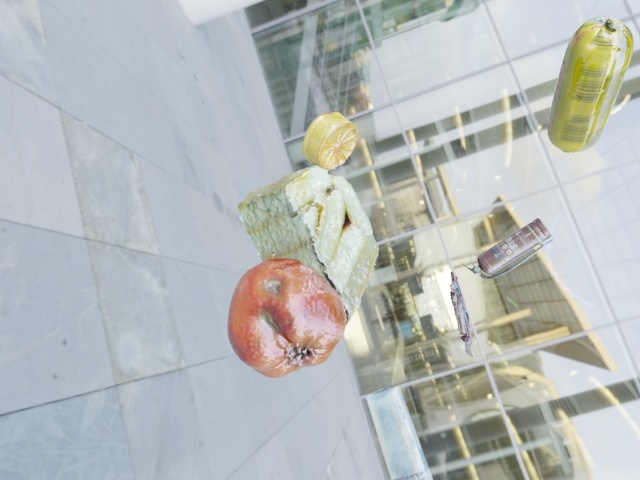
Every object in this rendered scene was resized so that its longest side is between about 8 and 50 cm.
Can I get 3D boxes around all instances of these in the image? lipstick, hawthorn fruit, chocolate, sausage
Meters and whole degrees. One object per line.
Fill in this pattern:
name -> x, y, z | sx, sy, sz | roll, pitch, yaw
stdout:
lipstick -> 0.165, 0.426, 0.902 | 0.077, 0.076, 0.290 | 45, 26, -62
hawthorn fruit -> -0.071, 0.108, 0.856 | 0.207, 0.207, 0.243 | 63, 5, -52
chocolate -> 0.309, 0.160, 1.031 | 0.086, 0.028, 0.183 | 40, 38, -56
sausage -> 0.573, -0.321, 1.025 | 0.347, 0.123, 0.123 | 74, 2, -52

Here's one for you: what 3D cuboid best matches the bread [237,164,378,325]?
bread -> 0.007, 0.005, 1.199 | 0.264, 0.239, 0.395 | -38, 103, -41

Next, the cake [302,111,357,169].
cake -> 0.013, -0.145, 0.690 | 0.044, 0.084, 0.084 | 40, -12, 32

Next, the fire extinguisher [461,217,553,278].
fire extinguisher -> 0.345, 0.021, 0.878 | 0.064, 0.158, 0.043 | 58, 19, 16
